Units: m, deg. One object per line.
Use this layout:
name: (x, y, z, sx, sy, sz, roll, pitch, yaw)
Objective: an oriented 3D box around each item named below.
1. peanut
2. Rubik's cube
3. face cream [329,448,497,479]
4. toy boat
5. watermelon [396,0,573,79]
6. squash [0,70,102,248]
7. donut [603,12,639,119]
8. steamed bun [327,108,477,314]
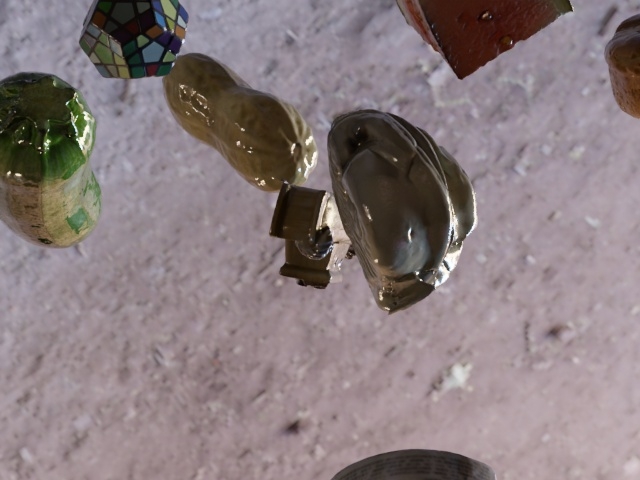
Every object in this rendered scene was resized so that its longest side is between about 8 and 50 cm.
peanut: (-0.111, -0.164, 1.740, 0.123, 0.257, 0.123, -44, 161, -19)
Rubik's cube: (-0.220, -0.249, 1.553, 0.133, 0.133, 0.112, -11, 107, -35)
face cream: (0.106, 0.372, 1.373, 0.249, 0.225, 0.249, 2, 128, 2)
toy boat: (0.000, 0.000, 1.650, 0.321, 0.089, 0.121, 20, 78, -80)
watermelon: (0.139, -0.251, 1.336, 0.193, 0.145, 0.137, 9, 120, -25)
squash: (-0.174, -0.047, 0.813, 0.077, 0.068, 0.219, 12, 161, -6)
donut: (0.460, -0.222, 1.602, 0.226, 0.226, 0.114, -24, 117, -24)
steamed bun: (0.095, -0.038, 1.401, 0.144, 0.211, 0.218, -17, 142, -3)
